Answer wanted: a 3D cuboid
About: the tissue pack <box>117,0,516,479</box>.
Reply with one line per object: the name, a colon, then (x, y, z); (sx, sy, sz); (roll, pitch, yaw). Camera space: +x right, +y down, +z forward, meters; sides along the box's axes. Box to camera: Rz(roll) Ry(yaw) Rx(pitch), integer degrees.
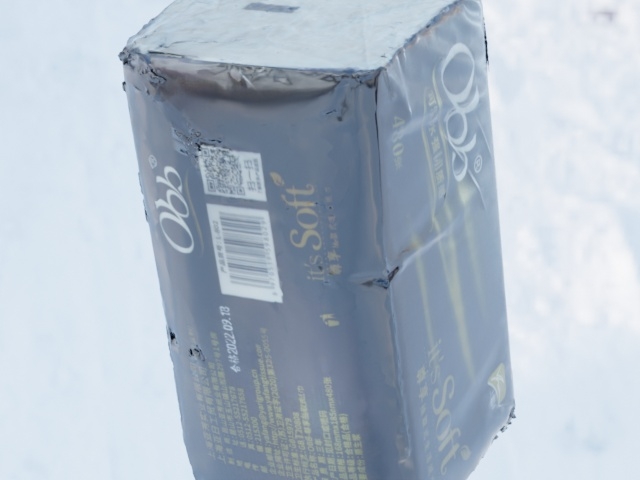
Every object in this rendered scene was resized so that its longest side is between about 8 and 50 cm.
tissue pack: (0.000, 0.000, 1.340); (0.210, 0.370, 0.198); (12, 34, 30)
